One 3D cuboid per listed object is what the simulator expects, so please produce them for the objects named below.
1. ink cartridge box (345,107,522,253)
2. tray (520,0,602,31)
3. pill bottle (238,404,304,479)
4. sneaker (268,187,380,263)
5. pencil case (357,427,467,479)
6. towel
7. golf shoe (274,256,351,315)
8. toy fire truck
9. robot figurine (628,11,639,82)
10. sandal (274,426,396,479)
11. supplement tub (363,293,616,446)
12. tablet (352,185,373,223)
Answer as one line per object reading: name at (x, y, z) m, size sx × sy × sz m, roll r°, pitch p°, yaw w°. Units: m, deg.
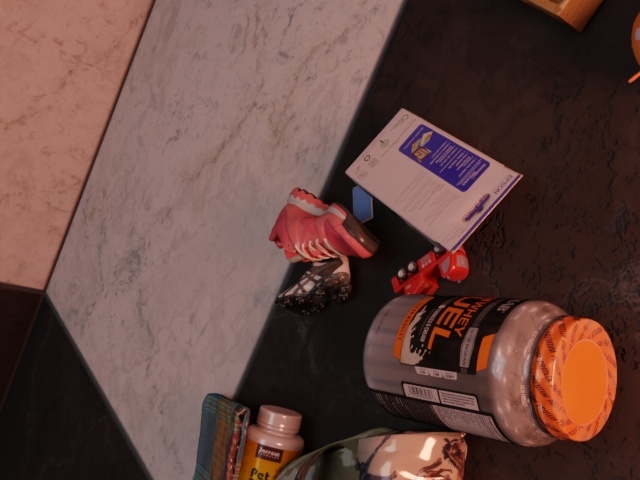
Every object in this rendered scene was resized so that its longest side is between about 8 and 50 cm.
ink cartridge box at (0.189, -0.097, 1.232) m, size 0.165 × 0.065 × 0.333 m, roll -47°, pitch 40°, yaw 2°
tray at (0.444, -0.549, 1.117) m, size 0.411 × 0.076 × 0.203 m, roll -57°, pitch 40°, yaw 18°
pill bottle at (-0.100, 0.429, 1.381) m, size 0.117 × 0.117 × 0.215 m, roll 9°, pitch 84°, yaw 52°
sneaker at (0.000, 0.000, 1.401) m, size 0.136 × 0.116 × 0.314 m, roll -52°, pitch 30°, yaw -7°
pencil case at (0.144, 0.464, 1.040) m, size 0.160 × 0.183 × 0.411 m, roll 119°, pitch 153°, yaw -66°
towel at (-0.214, 0.452, 1.465) m, size 0.370 × 0.040 × 0.272 m, roll 155°, pitch 125°, yaw -71°
golf shoe at (-0.010, 0.088, 1.447) m, size 0.198 × 0.077 × 0.094 m, roll -21°, pitch 46°, yaw 40°
toy fire truck at (0.177, 0.101, 1.221) m, size 0.192 × 0.047 × 0.135 m, roll -39°, pitch 50°, yaw 35°
robot figurine at (0.491, -0.270, 0.909) m, size 0.219 × 0.128 × 0.158 m, roll -24°, pitch 76°, yaw 44°
sandal at (0.010, 0.404, 1.243) m, size 0.302 × 0.086 × 0.120 m, roll -38°, pitch 60°, yaw 22°
supplement tub at (0.228, 0.174, 1.014) m, size 0.316 × 0.193 × 0.194 m, roll -2°, pitch 75°, yaw 50°
tablet at (0.084, -0.074, 1.434) m, size 0.054 × 0.006 × 0.083 m, roll -24°, pitch 58°, yaw 45°
